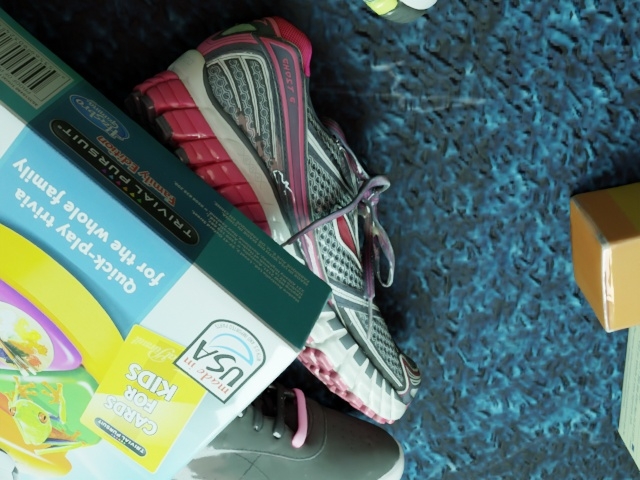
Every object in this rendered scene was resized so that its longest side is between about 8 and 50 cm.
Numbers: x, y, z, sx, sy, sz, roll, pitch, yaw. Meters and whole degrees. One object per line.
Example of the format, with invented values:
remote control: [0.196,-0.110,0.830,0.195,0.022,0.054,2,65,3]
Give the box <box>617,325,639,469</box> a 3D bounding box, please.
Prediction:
box: [0.349,0.144,0.868,0.214,0.243,0.117,-5,119,-6]

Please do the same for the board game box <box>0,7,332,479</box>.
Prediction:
board game box: [-0.197,0.068,0.747,0.254,0.079,0.336,40,119,-6]

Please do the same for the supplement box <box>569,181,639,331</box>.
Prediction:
supplement box: [0.295,-0.007,0.871,0.233,0.078,0.080,-13,120,-2]

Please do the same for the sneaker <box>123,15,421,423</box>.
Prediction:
sneaker: [0.000,0.000,0.806,0.112,0.121,0.299,-38,125,-12]

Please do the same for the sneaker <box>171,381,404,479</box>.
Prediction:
sneaker: [-0.073,0.099,0.850,0.296,0.104,0.146,10,122,-10]

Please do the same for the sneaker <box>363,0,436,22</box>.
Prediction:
sneaker: [-0.023,-0.286,0.636,0.147,0.145,0.385,-39,128,12]
